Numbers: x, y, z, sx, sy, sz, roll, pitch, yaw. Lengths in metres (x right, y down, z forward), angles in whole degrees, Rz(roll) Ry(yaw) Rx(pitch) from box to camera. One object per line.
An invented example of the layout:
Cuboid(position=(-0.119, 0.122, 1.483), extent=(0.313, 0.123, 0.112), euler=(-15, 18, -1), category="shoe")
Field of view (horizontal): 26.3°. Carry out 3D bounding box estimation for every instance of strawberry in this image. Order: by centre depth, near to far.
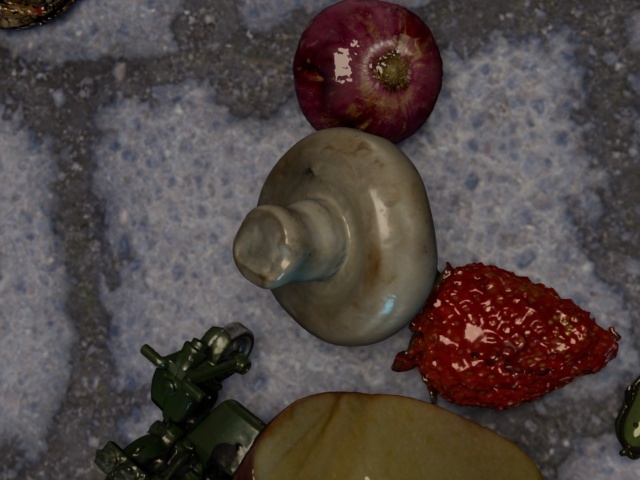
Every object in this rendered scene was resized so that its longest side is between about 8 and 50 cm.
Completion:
Cuboid(position=(0.208, 0.120, 1.524), extent=(0.228, 0.098, 0.174), euler=(20, 83, 12), category="strawberry")

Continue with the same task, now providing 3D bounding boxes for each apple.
Cuboid(position=(0.069, 0.339, 1.401), extent=(0.365, 0.295, 0.329), euler=(1, 110, -17), category="apple")

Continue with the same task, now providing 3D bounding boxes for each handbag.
Cuboid(position=(0.363, 0.193, 1.516), extent=(0.072, 0.047, 0.111), euler=(29, 82, 13), category="handbag")

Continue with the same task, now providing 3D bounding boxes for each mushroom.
Cuboid(position=(0.000, 0.000, 1.495), extent=(0.243, 0.243, 0.243), euler=(-1, 79, 7), category="mushroom")

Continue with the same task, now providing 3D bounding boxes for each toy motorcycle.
Cuboid(position=(-0.132, 0.236, 1.518), extent=(0.205, 0.127, 0.275), euler=(36, 95, 27), category="toy motorcycle")

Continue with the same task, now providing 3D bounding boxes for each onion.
Cuboid(position=(0.054, -0.191, 1.583), extent=(0.177, 0.153, 0.177), euler=(1, 75, -5), category="onion")

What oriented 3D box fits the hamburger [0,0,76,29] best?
Cuboid(position=(-0.376, -0.378, 1.700), extent=(0.231, 0.107, 0.231), euler=(-2, 72, 5), category="hamburger")
